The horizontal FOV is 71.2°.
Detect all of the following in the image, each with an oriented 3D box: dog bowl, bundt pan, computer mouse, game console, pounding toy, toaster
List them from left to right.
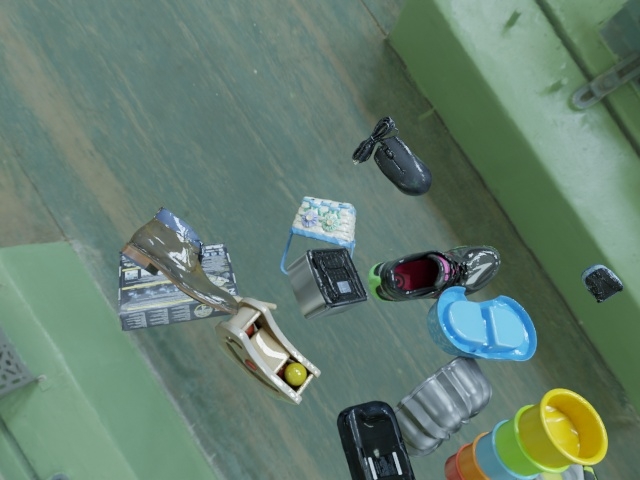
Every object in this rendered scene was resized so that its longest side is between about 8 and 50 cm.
[{"bbox_3d":[-0.104,0.173,0.872,0.269,0.154,0.155,43,58,-2],"label":"pounding toy"},{"bbox_3d":[0.015,0.113,1.185,0.110,0.185,0.168,-38,67,37],"label":"toaster"},{"bbox_3d":[0.243,-0.246,1.447,0.272,0.072,0.188,44,115,2],"label":"computer mouse"},{"bbox_3d":[0.134,0.446,0.726,0.213,0.044,0.362,-19,77,9],"label":"game console"},{"bbox_3d":[0.318,0.449,1.178,0.330,0.331,0.124,-38,59,-1],"label":"bundt pan"},{"bbox_3d":[0.395,0.216,1.111,0.297,0.074,0.166,13,58,-20],"label":"dog bowl"}]

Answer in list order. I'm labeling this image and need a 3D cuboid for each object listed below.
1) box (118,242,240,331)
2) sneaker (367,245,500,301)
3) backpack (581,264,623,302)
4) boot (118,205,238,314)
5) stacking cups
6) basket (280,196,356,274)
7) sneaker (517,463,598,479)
[{"bbox_3d":[-0.512,0.152,1.613,0.394,0.318,0.097,-7,127,-19],"label":"box"},{"bbox_3d":[0.406,0.118,1.502,0.482,0.202,0.186,-12,84,-13],"label":"sneaker"},{"bbox_3d":[1.009,0.146,1.617,0.105,0.084,0.114,-40,94,22],"label":"backpack"},{"bbox_3d":[-0.213,0.034,0.748,0.219,0.082,0.106,31,76,-3],"label":"boot"},{"bbox_3d":[0.289,0.325,0.697,0.095,0.316,0.096,8,54,-11],"label":"stacking cups"},{"bbox_3d":[0.000,0.000,1.575,0.254,0.201,0.289,10,93,14],"label":"basket"},{"bbox_3d":[0.351,0.502,0.647,0.147,0.384,0.145,-21,99,32],"label":"sneaker"}]
